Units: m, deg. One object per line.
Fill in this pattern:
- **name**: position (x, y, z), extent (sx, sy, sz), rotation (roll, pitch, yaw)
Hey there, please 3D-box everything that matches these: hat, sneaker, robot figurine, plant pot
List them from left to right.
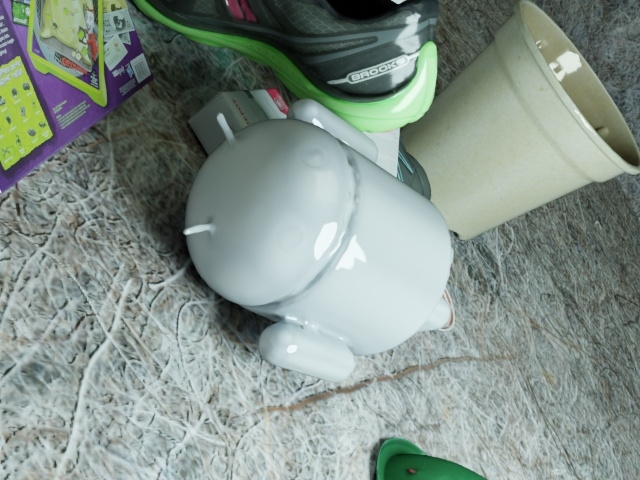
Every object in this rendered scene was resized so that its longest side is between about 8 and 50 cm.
- **sneaker**: position (-0.051, -0.314, 1.251), extent (0.483, 0.202, 0.185), rotation (30, 35, 19)
- **robot figurine**: position (0.000, 0.000, 1.100), extent (0.353, 0.200, 0.300), rotation (30, 54, -42)
- **sneaker**: position (0.067, -0.150, 1.511), extent (0.267, 0.101, 0.106), rotation (57, 31, 9)
- **hat**: position (0.184, 0.270, 1.110), extent (0.173, 0.183, 0.208), rotation (21, 42, -50)
- **plant pot**: position (0.301, -0.167, 1.691), extent (0.334, 0.305, 0.334), rotation (40, 29, -28)

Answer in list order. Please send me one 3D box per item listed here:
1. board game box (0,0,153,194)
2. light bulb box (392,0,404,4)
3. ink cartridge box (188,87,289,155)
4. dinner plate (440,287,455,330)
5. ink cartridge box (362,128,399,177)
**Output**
- **board game box**: position (-0.270, -0.195, 0.966), extent (0.347, 0.056, 0.208), rotation (-61, 140, -62)
- **light bulb box**: position (-0.006, -0.473, 1.548), extent (0.361, 0.225, 0.358), rotation (39, 27, -4)
- **ink cartridge box**: position (-0.080, -0.123, 1.268), extent (0.109, 0.063, 0.150), rotation (58, 26, 5)
- **dinner plate**: position (0.142, 0.069, 1.471), extent (0.141, 0.017, 0.141), rotation (40, 28, -27)
- **ink cartridge box**: position (0.047, -0.068, 1.365), extent (0.181, 0.056, 0.225), rotation (11, 84, -65)
